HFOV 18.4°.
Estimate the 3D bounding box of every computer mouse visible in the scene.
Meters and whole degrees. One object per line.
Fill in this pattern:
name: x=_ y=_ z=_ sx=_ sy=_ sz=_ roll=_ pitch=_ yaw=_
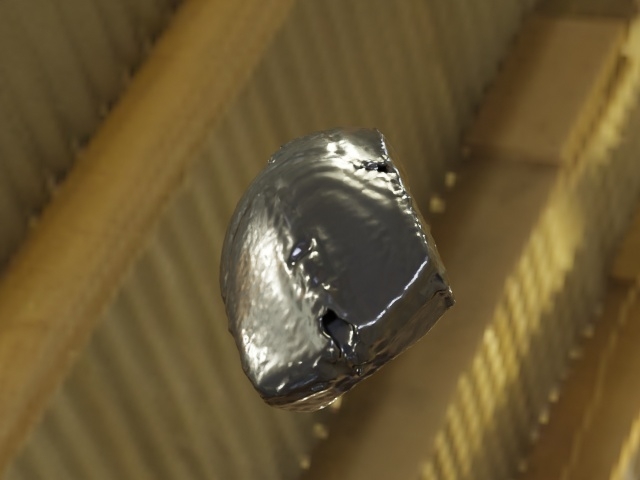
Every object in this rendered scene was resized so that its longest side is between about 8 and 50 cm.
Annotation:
computer mouse: x=0.000 y=0.000 z=1.058 sx=0.073 sy=0.122 sz=0.217 roll=42 pitch=-164 yaw=-29
